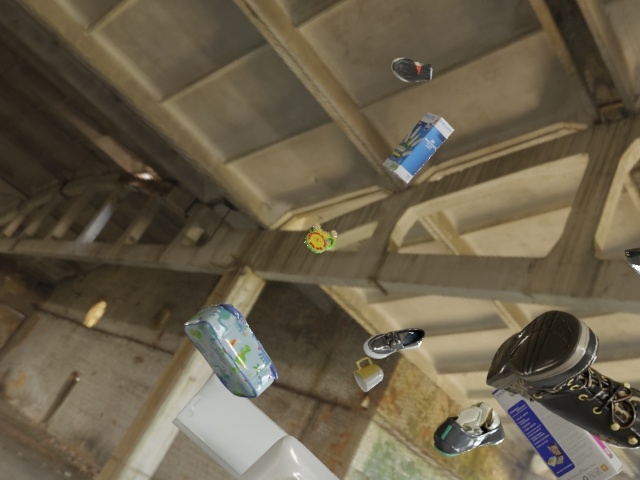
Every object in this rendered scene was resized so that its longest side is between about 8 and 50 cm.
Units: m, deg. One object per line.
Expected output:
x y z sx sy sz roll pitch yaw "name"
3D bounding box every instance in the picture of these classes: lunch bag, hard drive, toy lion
-0.207 0.249 1.375 0.176 0.090 0.219 -19 -74 55 "lunch bag"
-0.227 0.524 1.651 0.307 0.203 0.040 42 -56 0 "hard drive"
0.000 0.000 1.889 0.100 0.096 0.034 22 -39 -21 "toy lion"

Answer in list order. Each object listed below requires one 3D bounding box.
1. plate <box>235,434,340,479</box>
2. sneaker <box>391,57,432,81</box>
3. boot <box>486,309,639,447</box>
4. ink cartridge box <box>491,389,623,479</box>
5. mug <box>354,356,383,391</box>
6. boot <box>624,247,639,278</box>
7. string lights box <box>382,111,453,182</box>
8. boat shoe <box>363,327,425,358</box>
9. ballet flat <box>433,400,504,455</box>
-0.062 0.544 1.133 0.278 0.277 0.045 46 6 -10 "plate"
0.216 -0.432 1.551 0.075 0.057 0.161 11 15 41 "sneaker"
0.505 0.274 1.157 0.284 0.138 0.377 27 -23 5 "boot"
0.699 0.562 1.815 0.371 0.069 0.176 53 -54 22 "ink cartridge box"
0.133 0.360 1.633 0.062 0.064 0.078 41 -32 50 "mug"
0.895 0.137 1.581 0.338 0.223 0.118 14 -16 -43 "boot"
0.363 -0.348 2.269 0.076 0.260 0.133 38 6 -24 "string lights box"
0.250 0.329 1.992 0.228 0.080 0.076 -1 -35 -28 "boat shoe"
0.262 0.309 1.017 0.074 0.074 0.203 8 1 42 "ballet flat"
